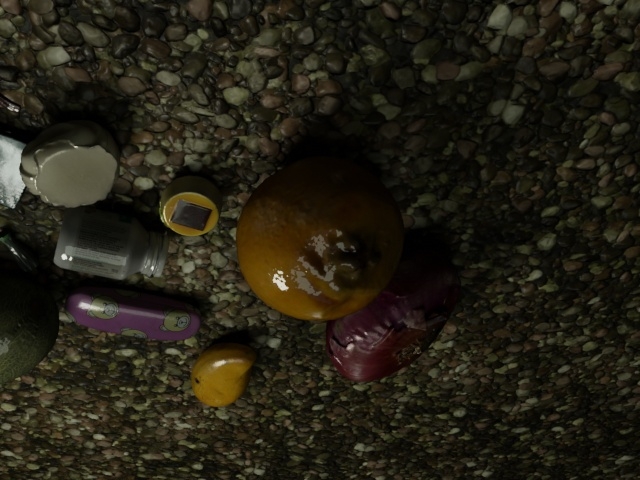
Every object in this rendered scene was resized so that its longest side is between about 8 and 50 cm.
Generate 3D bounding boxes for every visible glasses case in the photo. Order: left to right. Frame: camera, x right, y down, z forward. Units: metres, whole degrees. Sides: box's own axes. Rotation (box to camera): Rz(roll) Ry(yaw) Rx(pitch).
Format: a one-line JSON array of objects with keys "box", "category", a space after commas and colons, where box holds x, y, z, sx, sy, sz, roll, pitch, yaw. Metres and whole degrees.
[{"box": [-0.443, 0.175, 1.795, 0.317, 0.075, 0.123, 12, 137, -16], "category": "glasses case"}]

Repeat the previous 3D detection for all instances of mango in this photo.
[{"box": [-0.252, 0.340, 1.978, 0.157, 0.109, 0.262, 24, 128, -14], "category": "mango"}]

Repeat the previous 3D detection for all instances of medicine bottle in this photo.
[{"box": [-0.428, 0.010, 1.560, 0.215, 0.135, 0.135, 13, 137, -18], "category": "medicine bottle"}]

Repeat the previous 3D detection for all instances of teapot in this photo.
[{"box": [-0.655, 0.019, 1.631, 0.043, 0.042, 0.110, -13, 135, 11], "category": "teapot"}]

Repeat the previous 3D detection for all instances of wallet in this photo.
[{"box": [-0.719, -0.180, 1.390, 0.379, 0.046, 0.190, 20, 134, -25], "category": "wallet"}]

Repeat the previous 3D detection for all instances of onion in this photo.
[{"box": [0.137, 0.143, 1.682, 0.348, 0.285, 0.347, -39, 156, -21], "category": "onion"}]

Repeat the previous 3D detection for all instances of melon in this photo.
[{"box": [-0.731, 0.202, 1.691, 0.302, 0.237, 0.237, -25, 134, 24], "category": "melon"}]

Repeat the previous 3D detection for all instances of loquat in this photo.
[{"box": [0.000, 0.000, 1.442, 0.329, 0.328, 0.328, -2, 139, -1], "category": "loquat"}]

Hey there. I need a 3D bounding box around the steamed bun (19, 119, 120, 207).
[{"box": [-0.458, -0.146, 1.391, 0.183, 0.106, 0.182, -16, 142, -13], "category": "steamed bun"}]

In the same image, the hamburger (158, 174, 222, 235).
[{"box": [-0.261, -0.068, 1.523, 0.127, 0.081, 0.141, 3, 127, -10], "category": "hamburger"}]

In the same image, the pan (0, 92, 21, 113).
[{"box": [-0.601, -0.286, 1.277, 0.212, 0.040, 0.115, 32, 128, -24], "category": "pan"}]
